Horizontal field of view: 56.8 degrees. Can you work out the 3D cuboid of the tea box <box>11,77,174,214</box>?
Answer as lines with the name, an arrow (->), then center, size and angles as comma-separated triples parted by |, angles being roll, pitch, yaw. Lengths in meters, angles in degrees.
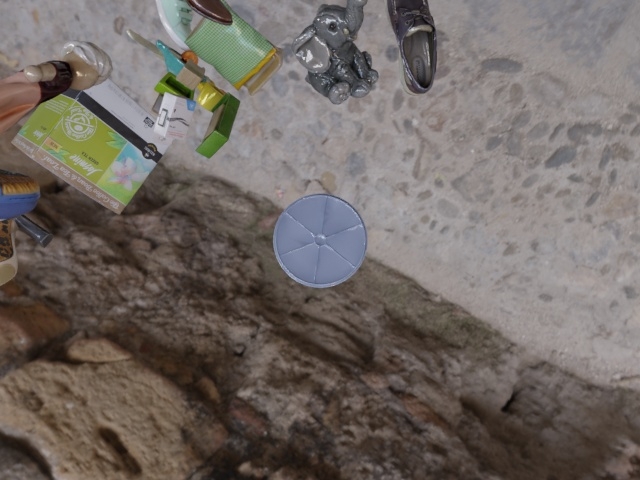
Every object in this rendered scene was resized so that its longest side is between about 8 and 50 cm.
tea box -> -0.700, -0.316, 1.851 | 0.220, 0.324, 0.329 | 26, 170, 44

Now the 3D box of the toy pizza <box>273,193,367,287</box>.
toy pizza -> 0.000, 0.000, 1.266 | 0.201, 0.032, 0.201 | 0, 84, 0

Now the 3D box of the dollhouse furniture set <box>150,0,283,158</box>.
dollhouse furniture set -> -0.248, -0.365, 1.372 | 0.197, 0.151, 0.301 | 32, 138, -25

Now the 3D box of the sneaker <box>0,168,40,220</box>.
sneaker -> -0.489, -0.009, 0.709 | 0.111, 0.296, 0.131 | 23, 120, 46

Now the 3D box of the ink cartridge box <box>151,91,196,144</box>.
ink cartridge box -> -0.236, -0.191, 0.951 | 0.028, 0.048, 0.083 | 27, 105, 27

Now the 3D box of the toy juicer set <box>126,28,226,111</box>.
toy juicer set -> -0.371, -0.493, 1.690 | 0.329, 0.209, 0.089 | 42, 102, 6

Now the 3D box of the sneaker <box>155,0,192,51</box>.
sneaker -> -0.370, -0.662, 1.635 | 0.151, 0.094, 0.256 | -18, 98, 17

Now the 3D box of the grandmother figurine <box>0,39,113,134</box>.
grandmother figurine -> -0.509, -0.257, 1.028 | 0.207, 0.342, 0.104 | 2, 124, 39

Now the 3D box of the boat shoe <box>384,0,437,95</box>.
boat shoe -> 0.208, -0.463, 1.300 | 0.102, 0.092, 0.285 | -12, 105, -8

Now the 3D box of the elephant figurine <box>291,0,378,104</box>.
elephant figurine -> 0.027, -0.427, 1.255 | 0.185, 0.169, 0.239 | -19, 133, 7

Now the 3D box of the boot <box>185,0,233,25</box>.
boot -> -0.115, -0.308, 0.641 | 0.106, 0.037, 0.114 | 36, 125, -12

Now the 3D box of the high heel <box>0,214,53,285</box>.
high heel -> -0.835, 0.017, 1.478 | 0.186, 0.261, 0.093 | 32, 139, 8
